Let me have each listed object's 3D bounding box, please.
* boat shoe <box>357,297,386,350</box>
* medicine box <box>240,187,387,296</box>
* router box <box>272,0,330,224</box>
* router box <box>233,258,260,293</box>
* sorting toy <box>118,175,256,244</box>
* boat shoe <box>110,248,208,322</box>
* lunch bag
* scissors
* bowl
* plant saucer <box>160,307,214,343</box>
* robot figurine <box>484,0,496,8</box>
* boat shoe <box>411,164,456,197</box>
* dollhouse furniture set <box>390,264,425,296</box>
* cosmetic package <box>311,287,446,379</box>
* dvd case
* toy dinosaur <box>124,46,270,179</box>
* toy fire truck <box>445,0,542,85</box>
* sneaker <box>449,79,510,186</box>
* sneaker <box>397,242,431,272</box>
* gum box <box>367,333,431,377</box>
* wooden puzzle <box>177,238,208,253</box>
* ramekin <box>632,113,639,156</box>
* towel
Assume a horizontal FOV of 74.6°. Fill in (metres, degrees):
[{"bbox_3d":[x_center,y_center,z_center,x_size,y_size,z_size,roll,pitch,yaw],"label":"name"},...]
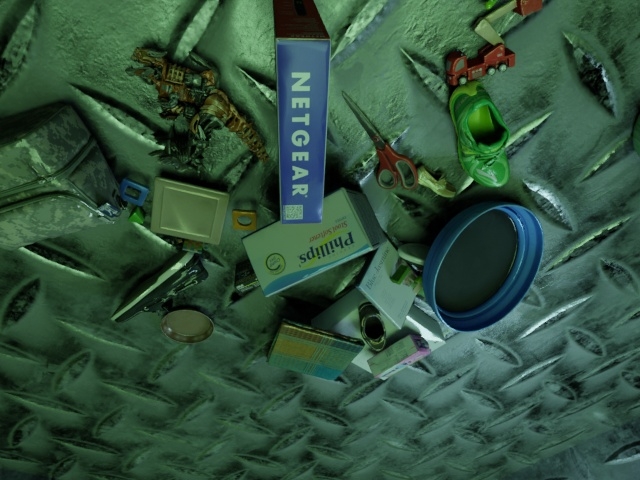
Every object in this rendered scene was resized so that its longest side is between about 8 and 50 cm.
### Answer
[{"bbox_3d":[0.161,0.276,1.294,0.081,0.069,0.228,-15,128,5],"label":"boat shoe"},{"bbox_3d":[0.000,0.000,1.017,0.263,0.289,0.149,-26,86,15],"label":"medicine box"},{"bbox_3d":[-0.044,-0.253,0.808,0.082,0.301,0.336,-2,129,-6],"label":"router box"},{"bbox_3d":[-0.187,0.090,1.208,0.122,0.092,0.038,-24,128,13],"label":"router box"},{"bbox_3d":[-0.335,-0.079,1.084,0.347,0.047,0.196,13,133,-14],"label":"sorting toy"},{"bbox_3d":[-0.459,0.156,1.211,0.340,0.127,0.113,-38,112,11],"label":"boat shoe"},{"bbox_3d":[-0.616,-0.120,0.911,0.304,0.213,0.256,-16,129,5],"label":"lunch bag"},{"bbox_3d":[0.152,-0.236,1.009,0.108,0.021,0.297,-5,132,31],"label":"scissors"},{"bbox_3d":[0.457,0.074,1.190,0.390,0.077,0.392,-10,115,-22],"label":"bowl"},{"bbox_3d":[-0.432,0.274,1.373,0.168,0.029,0.169,-3,130,-4],"label":"plant saucer"},{"bbox_3d":[0.346,-0.498,0.802,0.115,0.067,0.101,-1,141,-5],"label":"robot figurine"},{"bbox_3d":[0.303,-0.154,1.090,0.135,0.050,0.045,20,130,-21],"label":"boat shoe"},{"bbox_3d":[0.274,0.142,1.246,0.059,0.076,0.152,-51,122,-14],"label":"dollhouse furniture set"},{"bbox_3d":[0.199,0.309,1.429,0.284,0.098,0.377,-38,123,25],"label":"cosmetic package"},{"bbox_3d":[0.208,0.124,1.245,0.022,0.181,0.253,4,146,48],"label":"dvd case"},{"bbox_3d":[-0.256,-0.258,0.889,0.321,0.164,0.218,35,103,-6],"label":"toy dinosaur"},{"bbox_3d":[0.355,-0.419,0.880,0.191,0.047,0.135,-15,129,7],"label":"toy fire truck"},{"bbox_3d":[0.383,-0.226,0.992,0.109,0.124,0.296,-27,128,15],"label":"sneaker"},{"bbox_3d":[0.336,0.106,1.270,0.295,0.105,0.147,15,121,-23],"label":"sneaker"},{"bbox_3d":[0.259,0.376,1.368,0.188,0.062,0.107,-38,147,22],"label":"gum box"},{"bbox_3d":[-0.349,0.009,1.151,0.083,0.050,0.006,13,141,-17],"label":"wooden puzzle"},{"bbox_3d":[0.924,-0.273,0.999,0.302,0.148,0.304,-3,129,-4],"label":"ramekin"},{"bbox_3d":[-0.029,0.371,1.396,0.271,0.040,0.370,15,144,-5],"label":"towel"}]
